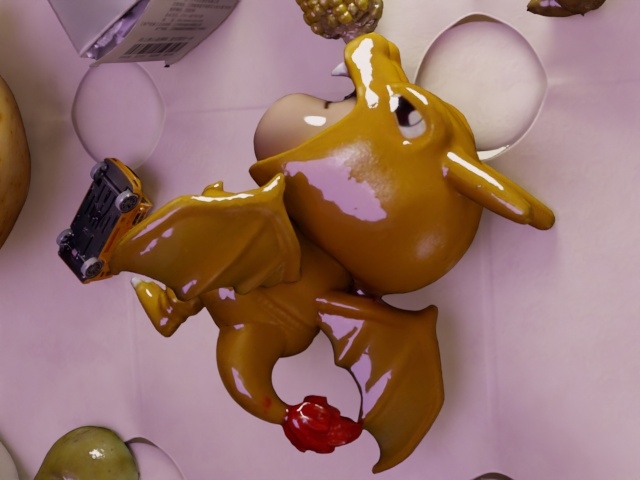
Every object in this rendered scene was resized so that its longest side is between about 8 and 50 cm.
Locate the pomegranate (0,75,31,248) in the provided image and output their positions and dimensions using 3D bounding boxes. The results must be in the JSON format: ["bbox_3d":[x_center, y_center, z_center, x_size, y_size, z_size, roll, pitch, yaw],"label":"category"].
[{"bbox_3d":[-0.539,-0.132,1.535,0.410,0.410,0.410,4,98,30],"label":"pomegranate"}]

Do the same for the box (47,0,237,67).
[{"bbox_3d":[-0.255,-0.370,1.430,0.145,0.173,0.333,-37,77,29],"label":"box"}]

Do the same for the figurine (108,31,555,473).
[{"bbox_3d":[0.023,0.019,1.281,0.387,0.268,0.401,-42,108,11],"label":"figurine"}]

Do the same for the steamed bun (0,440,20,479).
[{"bbox_3d":[-0.510,0.353,1.673,0.146,0.164,0.242,-53,51,25],"label":"steamed bun"}]

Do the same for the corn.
[{"bbox_3d":[-0.016,-0.360,1.341,0.097,0.097,0.320,-26,80,30],"label":"corn"}]

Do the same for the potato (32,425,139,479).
[{"bbox_3d":[-0.342,0.378,1.615,0.160,0.111,0.272,34,111,25],"label":"potato"}]

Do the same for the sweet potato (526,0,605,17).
[{"bbox_3d":[0.301,-0.329,1.154,0.310,0.098,0.124,-39,97,27],"label":"sweet potato"}]

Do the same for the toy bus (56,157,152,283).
[{"bbox_3d":[-0.267,-0.026,1.539,0.069,0.074,0.162,46,118,26],"label":"toy bus"}]
